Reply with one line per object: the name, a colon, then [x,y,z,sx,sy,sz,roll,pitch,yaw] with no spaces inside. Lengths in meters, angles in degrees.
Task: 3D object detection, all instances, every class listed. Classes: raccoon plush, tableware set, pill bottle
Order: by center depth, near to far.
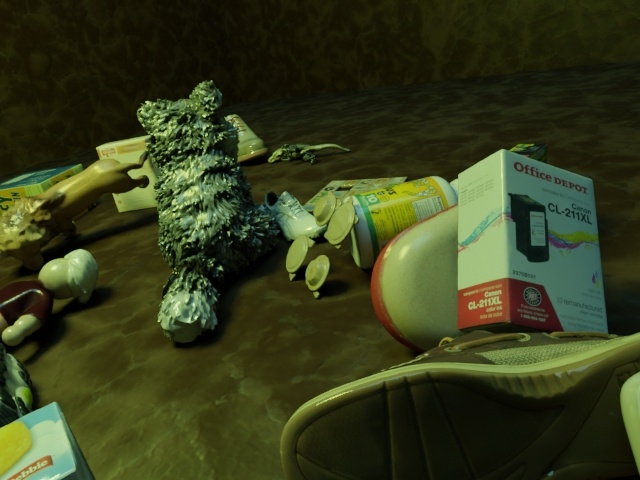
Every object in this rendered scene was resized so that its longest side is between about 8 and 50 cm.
tableware set: [0.000,0.000,0.748,0.020,0.169,0.141,22,15,-28]
pill bottle: [0.147,-0.035,0.769,0.208,0.118,0.118,-14,23,-6]
raccoon plush: [-0.196,-0.087,0.803,0.216,0.299,0.446,-19,23,-7]

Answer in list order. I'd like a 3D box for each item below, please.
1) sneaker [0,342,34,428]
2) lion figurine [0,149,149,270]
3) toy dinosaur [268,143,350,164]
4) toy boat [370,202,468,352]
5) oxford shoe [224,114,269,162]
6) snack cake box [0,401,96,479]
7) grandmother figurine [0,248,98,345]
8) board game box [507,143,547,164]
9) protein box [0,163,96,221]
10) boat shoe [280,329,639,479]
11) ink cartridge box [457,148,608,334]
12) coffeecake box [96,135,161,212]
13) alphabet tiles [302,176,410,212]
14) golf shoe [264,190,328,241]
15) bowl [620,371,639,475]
sneaker: [-0.375,0.203,0.524,0.110,0.107,0.275,-42,27,-17]
lion figurine: [-0.556,-0.102,1.132,0.392,0.142,0.240,-46,9,-13]
toy dinosaur: [-0.051,-0.270,1.502,0.267,0.064,0.118,0,18,17]
toy boat: [0.157,0.043,0.595,0.231,0.151,0.151,-23,-5,-28]
oxford shoe: [-0.300,-0.356,1.705,0.140,0.147,0.397,-22,25,-25]
snack cake box: [-0.251,0.236,0.277,0.264,0.152,0.089,-24,25,-29]
grandmother figurine: [-0.496,0.116,0.753,0.207,0.104,0.342,16,36,32]
board game box: [0.275,-0.049,0.710,0.048,0.141,0.170,9,30,44]
protein box: [-0.790,-0.112,1.379,0.199,0.136,0.201,-8,23,9]
boat shoe: [0.138,0.135,0.401,0.341,0.124,0.123,-14,1,-3]
ink cartridge box: [0.212,0.011,0.501,0.127,0.175,0.072,12,-20,-20]
coffeecake box: [-0.503,-0.182,1.341,0.142,0.186,0.068,-7,23,9]
alphabet tiles: [0.095,-0.105,1.103,0.237,0.009,0.198,0,25,26]
golf shoe: [-0.057,-0.049,0.946,0.069,0.086,0.176,-27,28,-36]
bowl: [0.266,0.137,0.311,0.141,0.142,0.053,-13,-12,-4]
